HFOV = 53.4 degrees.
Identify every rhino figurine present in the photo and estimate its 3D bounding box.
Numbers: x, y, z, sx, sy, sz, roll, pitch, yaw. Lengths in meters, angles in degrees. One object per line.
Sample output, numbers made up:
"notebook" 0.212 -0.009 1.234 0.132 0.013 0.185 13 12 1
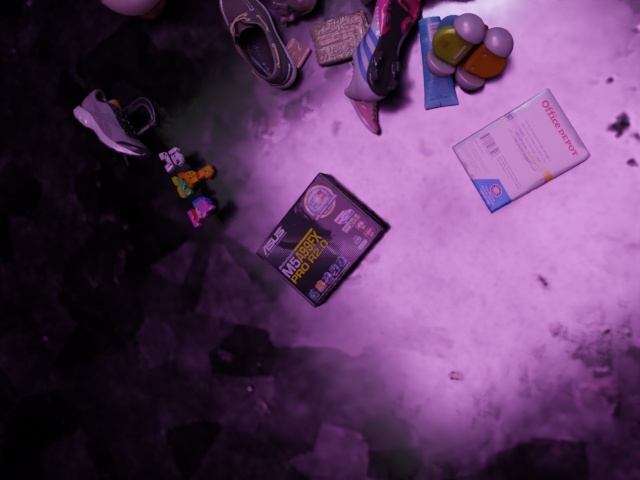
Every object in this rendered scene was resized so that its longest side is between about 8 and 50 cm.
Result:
"rhino figurine" -0.066 -0.669 1.577 0.106 0.073 0.243 -5 90 21

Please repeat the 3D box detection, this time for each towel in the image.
"towel" 0.052 -0.498 1.575 0.148 0.027 0.110 -14 90 16

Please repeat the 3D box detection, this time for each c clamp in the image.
"c clamp" -0.510 -0.310 1.760 0.161 0.022 0.137 -39 77 17

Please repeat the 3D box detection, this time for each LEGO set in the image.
"LEGO set" -0.323 -0.151 1.681 0.093 0.087 0.227 -32 78 13

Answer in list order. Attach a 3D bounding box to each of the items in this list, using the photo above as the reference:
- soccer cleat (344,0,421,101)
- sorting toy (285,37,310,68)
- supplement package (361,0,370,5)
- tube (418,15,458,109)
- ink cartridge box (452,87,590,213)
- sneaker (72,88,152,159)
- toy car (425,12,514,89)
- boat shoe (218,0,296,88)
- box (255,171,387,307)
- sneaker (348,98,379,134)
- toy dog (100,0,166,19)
"soccer cleat" 0.136 -0.476 1.494 0.143 0.116 0.331 -2 66 53
"sorting toy" -0.069 -0.465 1.621 0.062 0.012 0.083 37 103 14
"supplement package" 0.101 -0.734 1.485 0.204 0.145 0.262 -34 84 16
"tube" 0.272 -0.420 1.505 0.080 0.052 0.207 -7 97 20
"ink cartridge box" 0.438 -0.190 1.403 0.233 0.168 0.171 -30 85 16
"sneaker" -0.551 -0.310 1.713 0.271 0.100 0.108 39 99 17
"toy car" 0.334 -0.443 1.435 0.182 0.159 0.136 18 55 -18
"boat shoe" -0.170 -0.519 1.601 0.109 0.091 0.305 -37 79 23
"box" 0.000 0.000 1.602 0.216 0.060 0.270 42 103 10
"sneaker" 0.121 -0.329 1.551 0.070 0.051 0.134 -32 80 21
"toy dog" -0.406 -0.724 1.566 0.408 0.285 0.395 -29 72 40
